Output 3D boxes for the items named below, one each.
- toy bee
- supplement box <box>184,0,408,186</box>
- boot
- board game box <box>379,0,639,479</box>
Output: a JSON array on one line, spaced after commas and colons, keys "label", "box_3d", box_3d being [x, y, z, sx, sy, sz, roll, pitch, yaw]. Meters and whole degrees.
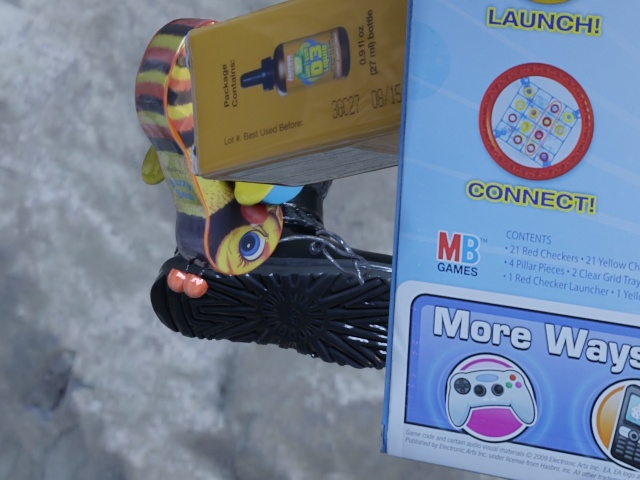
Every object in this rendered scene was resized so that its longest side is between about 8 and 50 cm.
[{"label": "toy bee", "box_3d": [-0.080, -0.035, 1.398, 0.298, 0.162, 0.195, 49, 157, -9]}, {"label": "supplement box", "box_3d": [0.041, -0.080, 0.750, 0.233, 0.078, 0.080, -9, 171, 40]}, {"label": "boot", "box_3d": [-0.001, -0.003, 1.789, 0.348, 0.260, 0.131, 9, 131, 11]}, {"label": "board game box", "box_3d": [0.184, -0.050, 0.563, 0.308, 0.086, 0.302, 9, 105, 22]}]
